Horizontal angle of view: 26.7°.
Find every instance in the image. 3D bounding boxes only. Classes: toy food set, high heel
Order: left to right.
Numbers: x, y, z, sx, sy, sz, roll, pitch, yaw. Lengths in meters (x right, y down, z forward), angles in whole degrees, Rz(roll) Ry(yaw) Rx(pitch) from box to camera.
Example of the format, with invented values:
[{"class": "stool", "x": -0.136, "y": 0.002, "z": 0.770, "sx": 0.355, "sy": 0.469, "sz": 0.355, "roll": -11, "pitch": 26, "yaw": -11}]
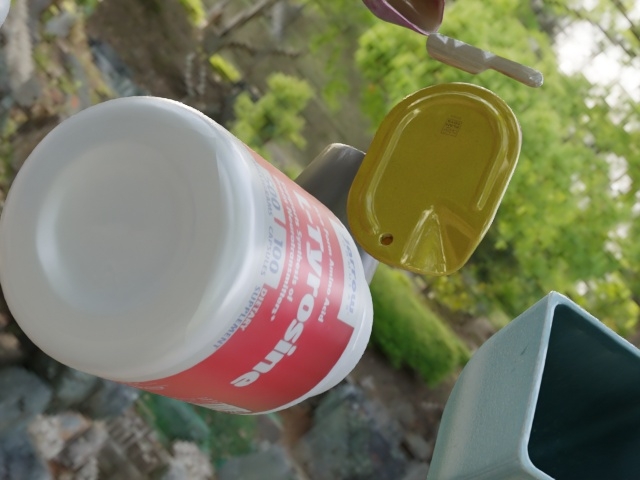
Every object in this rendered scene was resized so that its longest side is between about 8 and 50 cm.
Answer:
[{"class": "high heel", "x": 0.108, "y": -0.290, "z": 1.410, "sx": 0.181, "sy": 0.127, "sz": 0.377, "roll": 41, "pitch": 4, "yaw": -13}, {"class": "toy food set", "x": 0.110, "y": -0.060, "z": 1.153, "sx": 0.128, "sy": 0.218, "sz": 0.071, "roll": 18, "pitch": -20, "yaw": 25}]

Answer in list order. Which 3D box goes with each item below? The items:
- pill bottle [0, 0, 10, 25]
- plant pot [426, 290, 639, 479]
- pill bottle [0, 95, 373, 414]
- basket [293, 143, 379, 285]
[{"class": "pill bottle", "x": -0.317, "y": -0.258, "z": 1.004, "sx": 0.188, "sy": 0.188, "sz": 0.333, "roll": 39, "pitch": 55, "yaw": -80}, {"class": "plant pot", "x": 0.268, "y": 0.260, "z": 1.645, "sx": 0.248, "sy": 0.252, "sz": 0.247, "roll": 34, "pitch": 50, "yaw": -19}, {"class": "pill bottle", "x": -0.093, "y": 0.036, "z": 1.228, "sx": 0.229, "sy": 0.229, "sz": 0.408, "roll": 51, "pitch": 7, "yaw": 23}, {"class": "basket", "x": 0.000, "y": 0.000, "z": 1.744, "sx": 0.204, "sy": 0.227, "sz": 0.154, "roll": 37, "pitch": -16, "yaw": -13}]
